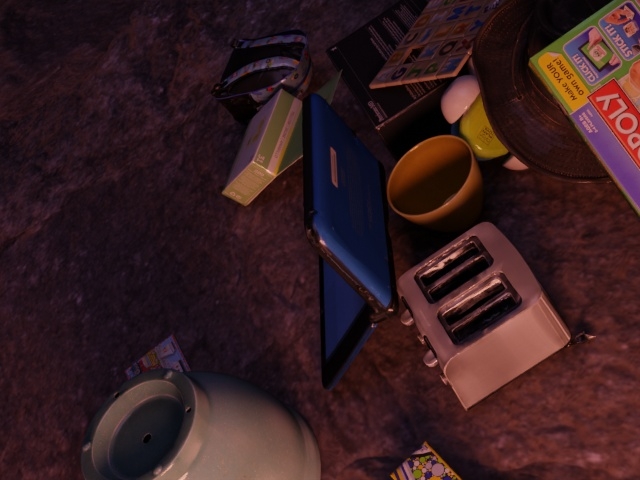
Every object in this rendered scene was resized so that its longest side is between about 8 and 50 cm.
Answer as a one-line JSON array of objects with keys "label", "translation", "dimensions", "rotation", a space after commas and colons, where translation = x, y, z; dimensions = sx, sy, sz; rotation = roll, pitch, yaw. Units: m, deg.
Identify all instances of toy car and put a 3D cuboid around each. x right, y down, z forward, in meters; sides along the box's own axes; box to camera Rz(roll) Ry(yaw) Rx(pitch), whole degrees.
[{"label": "toy car", "translation": [0.251, -0.186, 1.432], "dimensions": [0.182, 0.159, 0.136], "rotation": [-56, 7, -19]}]

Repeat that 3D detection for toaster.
[{"label": "toaster", "translation": [0.201, 0.088, 1.225], "dimensions": [0.186, 0.110, 0.168], "rotation": [-34, 41, 7]}]

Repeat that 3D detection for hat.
[{"label": "hat", "translation": [0.354, -0.242, 1.285], "dimensions": [0.331, 0.134, 0.331], "rotation": [-1, 63, 3]}]

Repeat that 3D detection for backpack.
[{"label": "backpack", "translation": [-0.084, -0.292, 1.783], "dimensions": [0.173, 0.117, 0.158], "rotation": [-9, 48, 32]}]

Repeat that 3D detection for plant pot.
[{"label": "plant pot", "translation": [-0.174, 0.282, 1.266], "dimensions": [0.293, 0.196, 0.293], "rotation": [-20, 44, 21]}, {"label": "plant pot", "translation": [0.172, -0.064, 1.392], "dimensions": [0.134, 0.095, 0.134], "rotation": [-23, 45, 25]}]

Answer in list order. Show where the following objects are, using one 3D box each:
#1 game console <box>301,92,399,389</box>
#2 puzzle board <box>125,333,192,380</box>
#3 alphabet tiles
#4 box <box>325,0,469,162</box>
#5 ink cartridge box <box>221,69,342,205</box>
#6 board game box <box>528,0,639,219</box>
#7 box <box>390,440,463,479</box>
[{"label": "game console", "translation": [0.000, 0.000, 1.326], "dimensions": [0.173, 0.250, 0.293], "rotation": [-29, 38, 22]}, {"label": "puzzle board", "translation": [-0.245, 0.208, 1.531], "dimensions": [0.096, 0.011, 0.128], "rotation": [-39, 41, 1]}, {"label": "alphabet tiles", "translation": [0.193, -0.322, 1.493], "dimensions": [0.198, 0.009, 0.237], "rotation": [4, 54, 57]}, {"label": "box", "translation": [0.140, -0.261, 1.596], "dimensions": [0.184, 0.103, 0.261], "rotation": [-31, 41, 5]}, {"label": "ink cartridge box", "translation": [-0.066, -0.176, 1.639], "dimensions": [0.235, 0.056, 0.171], "rotation": [-38, 28, 52]}, {"label": "board game box", "translation": [0.420, -0.142, 1.164], "dimensions": [0.213, 0.046, 0.317], "rotation": [-35, 83, 6]}, {"label": "box", "translation": [0.152, 0.301, 1.109], "dimensions": [0.059, 0.054, 0.169], "rotation": [-43, 40, -4]}]
